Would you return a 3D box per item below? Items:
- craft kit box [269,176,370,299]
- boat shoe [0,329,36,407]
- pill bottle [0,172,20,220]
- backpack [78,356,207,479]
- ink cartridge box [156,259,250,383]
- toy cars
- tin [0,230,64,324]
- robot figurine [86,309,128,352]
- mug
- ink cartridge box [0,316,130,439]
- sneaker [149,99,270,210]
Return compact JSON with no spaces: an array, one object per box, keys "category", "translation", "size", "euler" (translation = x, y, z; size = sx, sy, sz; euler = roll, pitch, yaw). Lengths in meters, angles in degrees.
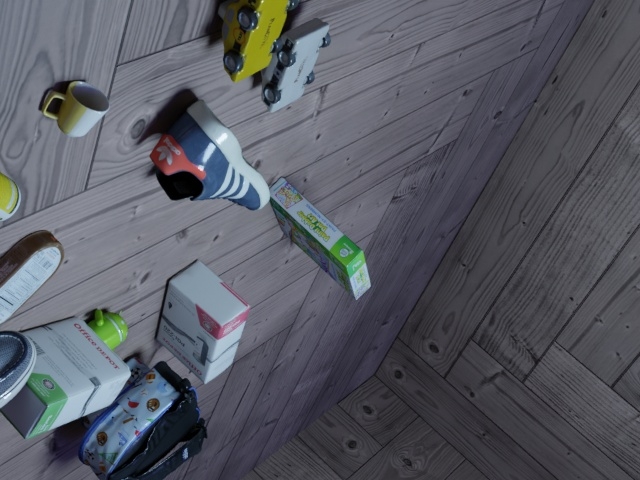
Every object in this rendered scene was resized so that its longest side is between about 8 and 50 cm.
[{"category":"craft kit box","translation":[0.000,0.000,2.326],"size":[0.061,0.246,0.250],"euler":[-47,161,-10]},{"category":"boat shoe","translation":[-0.566,0.204,1.601],"size":[0.340,0.127,0.158],"euler":[-33,161,-41]},{"category":"pill bottle","translation":[-0.451,-0.070,1.413],"size":[0.065,0.065,0.116],"euler":[-48,163,-3]},{"category":"backpack","translation":[-0.396,0.400,2.281],"size":[0.263,0.213,0.276],"euler":[-50,158,-24]},{"category":"ink cartridge box","translation":[-0.249,0.174,2.237],"size":[0.092,0.158,0.218],"euler":[-37,159,-36]},{"category":"toy cars","translation":[-0.084,-0.327,1.732],"size":[0.176,0.087,0.393],"euler":[-45,166,5]},{"category":"tin","translation":[-0.481,0.064,1.671],"size":[0.190,0.040,0.106],"euler":[-46,158,-9]},{"category":"robot figurine","translation":[-0.414,0.179,2.010],"size":[0.115,0.067,0.101],"euler":[-35,128,-34]},{"category":"mug","translation":[-0.342,-0.182,1.479],"size":[0.064,0.078,0.062],"euler":[-49,-163,30]},{"category":"ink cartridge box","translation":[-0.464,0.234,1.852],"size":[0.093,0.160,0.219],"euler":[-55,161,23]},{"category":"sneaker","translation":[-0.198,-0.114,1.848],"size":[0.148,0.131,0.350],"euler":[-41,156,-3]}]
